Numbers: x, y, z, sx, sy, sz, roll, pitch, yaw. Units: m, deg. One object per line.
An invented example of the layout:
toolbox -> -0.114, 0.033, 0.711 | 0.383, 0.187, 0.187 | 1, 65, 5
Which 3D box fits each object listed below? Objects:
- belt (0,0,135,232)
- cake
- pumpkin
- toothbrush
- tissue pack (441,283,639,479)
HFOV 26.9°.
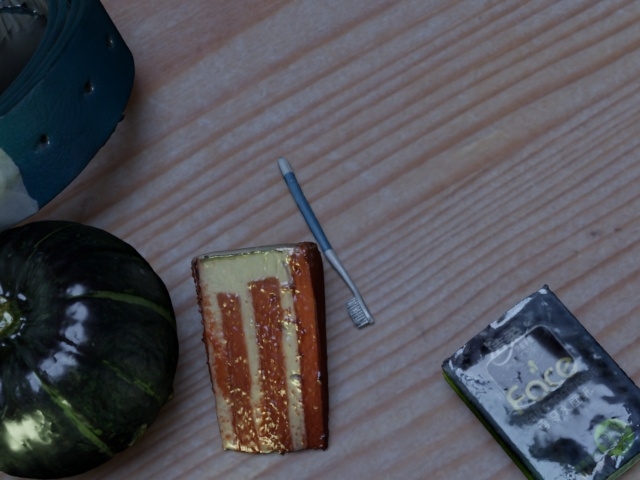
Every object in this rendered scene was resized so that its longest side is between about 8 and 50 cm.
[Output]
belt -> -0.422, -0.183, 1.772 | 0.300, 0.173, 0.436 | -5, 48, 30
cake -> -0.067, 0.127, 1.708 | 0.158, 0.159, 0.262 | -4, 100, 7
pumpkin -> -0.329, 0.133, 1.641 | 0.323, 0.241, 0.323 | -8, 63, 16
toothbrush -> 0.000, 0.000, 1.771 | 0.025, 0.019, 0.275 | -30, 64, 4
tissue pack -> 0.281, 0.191, 1.605 | 0.173, 0.073, 0.235 | -35, 65, -8
